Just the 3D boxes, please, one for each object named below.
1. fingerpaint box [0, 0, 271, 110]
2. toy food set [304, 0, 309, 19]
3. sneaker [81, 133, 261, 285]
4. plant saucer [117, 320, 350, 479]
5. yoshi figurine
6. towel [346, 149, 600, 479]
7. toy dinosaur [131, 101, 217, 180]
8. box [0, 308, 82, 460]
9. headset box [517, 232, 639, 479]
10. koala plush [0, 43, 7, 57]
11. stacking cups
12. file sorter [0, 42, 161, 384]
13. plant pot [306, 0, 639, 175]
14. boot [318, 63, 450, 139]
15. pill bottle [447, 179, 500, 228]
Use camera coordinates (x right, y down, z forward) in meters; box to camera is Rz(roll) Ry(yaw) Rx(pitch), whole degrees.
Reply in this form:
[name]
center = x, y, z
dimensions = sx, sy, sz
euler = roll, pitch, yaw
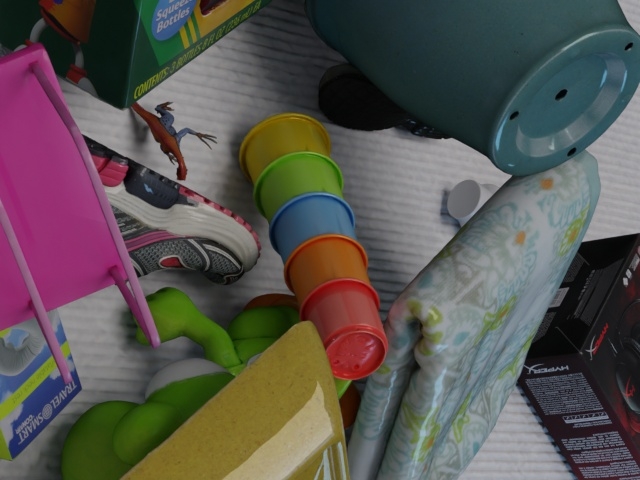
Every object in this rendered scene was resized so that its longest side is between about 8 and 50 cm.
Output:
[fingerpaint box]
center = -0.081, -0.383, 1.764
dimensions = 0.445, 0.163, 0.371
euler = -43, 155, -45
[toy food set]
center = 0.060, -0.310, 2.120
dimensions = 0.232, 0.104, 0.111
euler = -35, 101, -18
[sneaker]
center = -0.162, -0.008, 1.786
dimensions = 0.299, 0.121, 0.112
euler = 26, 91, -59
[plant saucer]
center = -0.077, 0.283, 1.678
dimensions = 0.333, 0.081, 0.333
euler = -41, 145, -28
[yoshi figurine]
center = -0.113, 0.161, 1.806
dimensions = 0.362, 0.203, 0.203
euler = -23, 141, -63
[towel]
center = 0.143, 0.113, 1.984
dimensions = 0.320, 0.090, 0.374
euler = -46, 158, -43
[toy dinosaur]
center = -0.146, -0.091, 1.854
dimensions = 0.090, 0.047, 0.082
euler = 17, 31, -16
[box]
center = -0.262, 0.099, 1.666
dimensions = 0.109, 0.042, 0.178
euler = -47, 134, -44
[headset box]
center = 0.365, 0.174, 2.365
dimensions = 0.293, 0.110, 0.218
euler = 57, 45, -25
[koala plush]
center = -0.326, -0.051, 1.560
dimensions = 0.221, 0.203, 0.196
euler = -42, 111, -22
[stacking cups]
center = 0.000, 0.000, 1.853
dimensions = 0.096, 0.096, 0.316
euler = 44, 15, -35
[file sorter]
center = -0.286, 0.024, 1.424
dimensions = 0.291, 0.182, 0.202
euler = -23, 117, -9
[plant pot]
center = 0.169, -0.208, 1.913
dimensions = 0.272, 0.271, 0.255
euler = 2, 41, -49
[boot]
center = 0.073, -0.202, 2.142
dimensions = 0.246, 0.083, 0.161
euler = 7, 65, -48
[pill bottle]
center = 0.197, -0.026, 2.242
dimensions = 0.116, 0.065, 0.065
euler = 30, 61, -43
